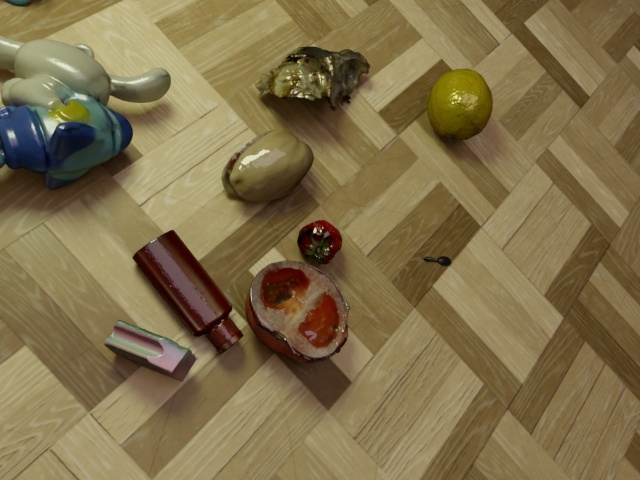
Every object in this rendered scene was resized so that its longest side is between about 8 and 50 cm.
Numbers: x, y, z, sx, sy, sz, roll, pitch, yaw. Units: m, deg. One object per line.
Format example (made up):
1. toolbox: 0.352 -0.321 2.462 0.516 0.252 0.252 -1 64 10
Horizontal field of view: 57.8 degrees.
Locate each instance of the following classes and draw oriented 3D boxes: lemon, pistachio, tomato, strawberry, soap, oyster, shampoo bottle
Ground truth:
1. lemon: 0.376 -0.366 1.564 0.180 0.180 0.193 40 38 -6
2. pistachio: -0.113 -0.166 1.295 0.223 0.126 0.152 -23 117 -29
3. tomato: -0.054 0.152 1.204 0.228 0.112 0.199 43 52 -2
4. strawberry: 0.000 -0.001 1.301 0.106 0.106 0.106 9 67 -21
5. soap: -0.309 0.207 1.073 0.149 0.100 0.056 19 67 11
6. oyster: 0.008 -0.401 1.426 0.197 0.133 0.337 40 40 25
7. shampoo bottle: -0.255 0.107 1.157 0.102 0.064 0.260 -38 89 -31

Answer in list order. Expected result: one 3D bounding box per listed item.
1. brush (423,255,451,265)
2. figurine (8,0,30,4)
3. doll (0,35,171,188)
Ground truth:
1. brush: 0.295 0.049 1.458 0.083 0.008 0.024 8 71 -22
2. figurine: -0.691 -0.590 1.201 0.261 0.154 0.180 -18 87 -11
3. doll: -0.510 -0.244 1.129 0.375 0.187 0.366 1 59 0
